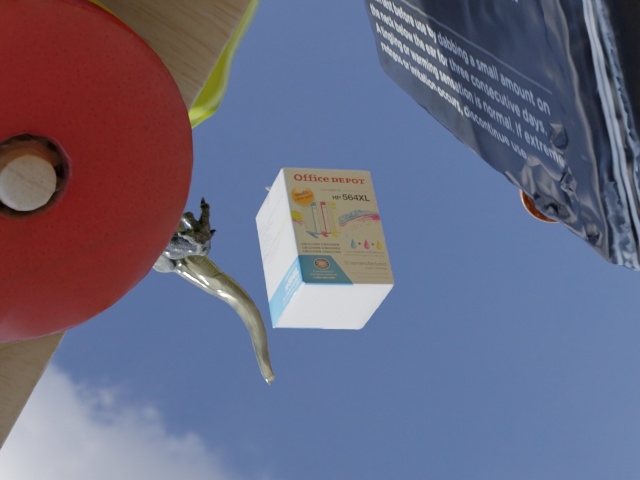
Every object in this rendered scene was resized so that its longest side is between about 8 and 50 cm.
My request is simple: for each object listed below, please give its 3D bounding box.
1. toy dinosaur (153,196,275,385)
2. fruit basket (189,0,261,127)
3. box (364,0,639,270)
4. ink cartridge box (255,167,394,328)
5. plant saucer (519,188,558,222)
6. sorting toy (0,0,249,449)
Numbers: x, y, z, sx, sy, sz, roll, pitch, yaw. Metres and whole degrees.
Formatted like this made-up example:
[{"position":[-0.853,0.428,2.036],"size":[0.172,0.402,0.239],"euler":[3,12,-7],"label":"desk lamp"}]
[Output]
[{"position":[-0.121,-0.009,1.009],"size":[0.268,0.118,0.064],"euler":[38,-127,16],"label":"toy dinosaur"},{"position":[-0.130,-0.261,0.925],"size":[0.392,0.283,0.392],"euler":[-22,-50,-29],"label":"fruit basket"},{"position":[0.223,-0.320,0.516],"size":[0.480,0.297,0.472],"euler":[-22,-61,-8],"label":"box"},{"position":[0.000,0.000,1.214],"size":[0.092,0.090,0.143],"euler":[1,-121,-21],"label":"ink cartridge box"},{"position":[0.243,-0.058,1.325],"size":[0.083,0.083,0.013],"euler":[47,-170,-28],"label":"plant saucer"},{"position":[-0.165,-0.003,0.308],"size":[0.257,0.089,0.255],"euler":[24,-79,-36],"label":"sorting toy"}]
